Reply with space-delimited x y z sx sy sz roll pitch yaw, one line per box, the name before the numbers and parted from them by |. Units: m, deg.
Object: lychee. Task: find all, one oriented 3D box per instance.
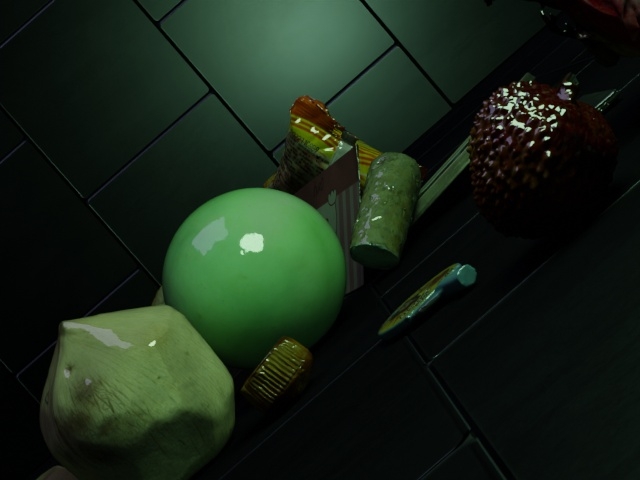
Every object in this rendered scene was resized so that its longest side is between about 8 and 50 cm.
lychee | 0.173 -0.064 1.011 0.129 0.123 0.123 -51 4 -1

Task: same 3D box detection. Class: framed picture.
framed picture | 0.179 -0.096 1.790 0.324 0.020 0.240 -49 -1 26

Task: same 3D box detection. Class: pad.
pad | -0.001 0.000 1.833 0.005 0.202 0.300 3 -15 -22

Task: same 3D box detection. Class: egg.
egg | -0.078 0.044 1.544 0.220 0.220 0.269 -40 2 19

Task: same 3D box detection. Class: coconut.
coconut | -0.209 0.171 1.381 0.224 0.224 0.224 -41 3 3

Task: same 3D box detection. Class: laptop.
laptop | 0.273 -0.149 1.799 0.207 0.026 0.154 -40 5 34
laptop | 0.284 -0.130 1.489 0.129 0.016 0.180 -41 4 3

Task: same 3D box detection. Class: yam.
yam | 0.086 -0.036 1.652 0.078 0.078 0.179 -38 27 42

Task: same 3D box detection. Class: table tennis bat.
table tennis bat | 0.102 0.053 1.174 0.100 0.019 0.155 -42 1 -25

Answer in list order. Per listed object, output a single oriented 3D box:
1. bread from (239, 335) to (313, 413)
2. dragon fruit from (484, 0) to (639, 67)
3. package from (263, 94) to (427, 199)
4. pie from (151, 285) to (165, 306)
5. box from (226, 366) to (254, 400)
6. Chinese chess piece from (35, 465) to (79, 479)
bread | -0.041 0.143 1.311 0.085 0.053 0.085 -52 -2 -3
dragon fruit | 0.336 -0.289 1.189 0.291 0.250 0.269 -20 -39 -53
package | 0.028 -0.088 1.961 0.288 0.223 0.108 116 178 -66
pie | -0.130 0.082 1.795 0.315 0.092 0.315 -41 -24 -24
box | -0.148 0.205 1.675 0.244 0.055 0.103 -42 4 -30
Chinese chess piece | -0.364 0.377 1.471 0.257 0.104 0.257 -40 4 3
